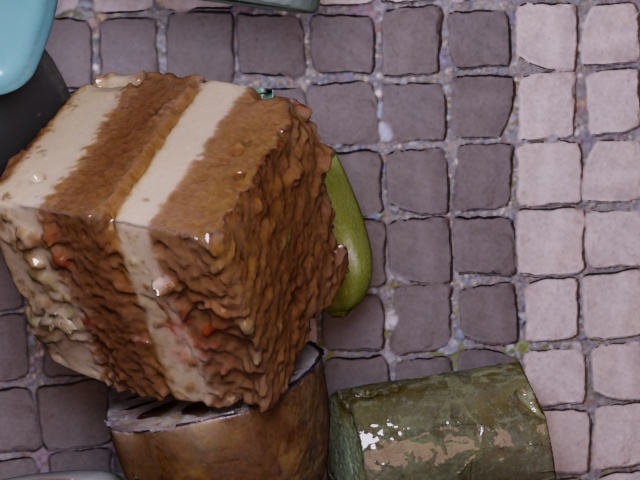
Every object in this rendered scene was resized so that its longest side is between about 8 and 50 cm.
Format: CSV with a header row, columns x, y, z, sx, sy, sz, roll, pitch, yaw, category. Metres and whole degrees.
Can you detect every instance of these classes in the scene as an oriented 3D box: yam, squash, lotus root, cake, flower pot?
x,y,z,sx,sy,sz,roll,pitch,yaw,category
0.144,0.233,1.737,0.268,0.161,0.161,-8,97,-8,yam
0.000,0.000,1.703,0.123,0.123,0.186,-24,99,-8,squash
-0.105,0.224,1.639,0.272,0.272,0.192,-12,108,-10,lotus root
-0.152,0.001,1.525,0.290,0.282,0.255,4,130,21,cake
-0.364,-0.148,1.589,0.148,0.235,0.235,-40,102,-26,flower pot

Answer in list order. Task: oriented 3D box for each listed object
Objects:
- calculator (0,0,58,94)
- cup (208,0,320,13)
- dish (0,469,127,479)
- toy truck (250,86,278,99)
x,y,z,sx,sy,sz,roll,pitch,yaw,category
-0.393,-0.294,1.521,0.256,0.054,0.386,5,58,-11,calculator
-0.144,-0.452,1.536,0.401,0.310,0.392,6,97,-18,cup
-0.269,0.316,1.658,0.077,0.212,0.151,-41,111,-45,dish
-0.128,-0.146,1.698,0.175,0.081,0.067,-5,97,-29,toy truck
